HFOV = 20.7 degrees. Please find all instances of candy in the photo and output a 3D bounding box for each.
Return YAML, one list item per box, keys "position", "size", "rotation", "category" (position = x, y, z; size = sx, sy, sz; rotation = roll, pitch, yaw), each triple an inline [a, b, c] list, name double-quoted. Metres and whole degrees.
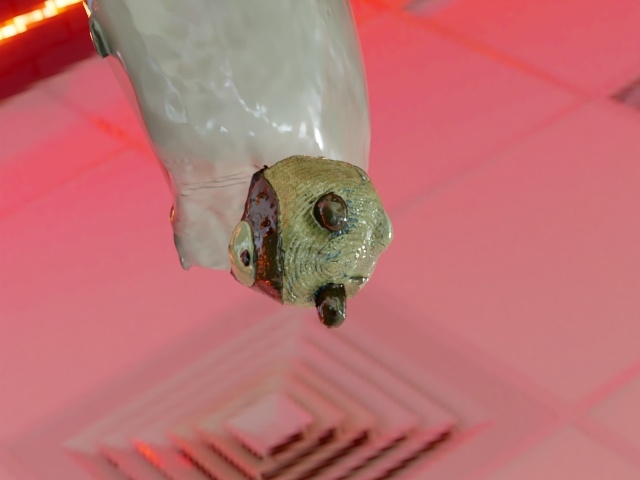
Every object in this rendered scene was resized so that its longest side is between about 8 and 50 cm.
- position: [-0.083, -0.185, 1.264]
  size: [0.186, 0.386, 0.427]
  rotation: [-23, -126, 2]
  category: "candy"

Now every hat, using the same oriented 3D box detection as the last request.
- position: [-0.001, 0.000, 0.888]
  size: [0.076, 0.077, 0.059]
  rotation: [7, -161, -34]
  category: "hat"
